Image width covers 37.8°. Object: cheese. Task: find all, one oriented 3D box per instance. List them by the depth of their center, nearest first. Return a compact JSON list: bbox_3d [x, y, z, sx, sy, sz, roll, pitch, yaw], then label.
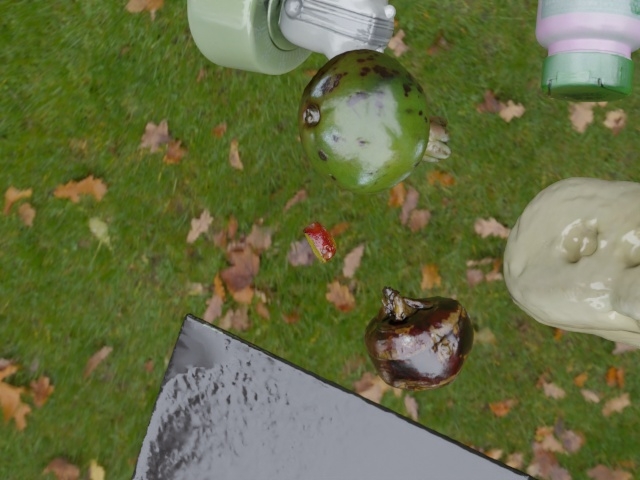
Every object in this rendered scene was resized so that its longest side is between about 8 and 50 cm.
[{"bbox_3d":[0.330,0.022,1.016,0.248,0.251,0.173,13,87,8],"label":"cheese"}]

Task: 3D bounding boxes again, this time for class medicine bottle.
[{"bbox_3d":[0.330,-0.308,1.124,0.134,0.133,0.274,7,88,-8],"label":"medicine bottle"}]

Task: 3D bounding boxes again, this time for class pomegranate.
[{"bbox_3d":[0.083,-0.163,1.324,0.248,0.202,0.202,6,112,-36],"label":"pomegranate"}]

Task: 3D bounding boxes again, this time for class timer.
[{"bbox_3d":[-0.016,-0.393,1.584,0.315,0.291,0.290,25,110,26],"label":"timer"}]

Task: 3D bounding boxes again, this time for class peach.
[{"bbox_3d":[0.000,0.000,1.863,0.050,0.077,0.083,-36,100,-5],"label":"peach"}]

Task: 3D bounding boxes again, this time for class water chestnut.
[{"bbox_3d":[0.194,0.194,1.888,0.224,0.223,0.238,-19,101,1],"label":"water chestnut"}]

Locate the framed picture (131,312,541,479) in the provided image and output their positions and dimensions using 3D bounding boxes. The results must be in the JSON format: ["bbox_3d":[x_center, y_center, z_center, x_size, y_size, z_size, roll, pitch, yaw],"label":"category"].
[{"bbox_3d":[-0.004,0.229,0.718,0.324,0.013,0.244,23,103,17],"label":"framed picture"}]
